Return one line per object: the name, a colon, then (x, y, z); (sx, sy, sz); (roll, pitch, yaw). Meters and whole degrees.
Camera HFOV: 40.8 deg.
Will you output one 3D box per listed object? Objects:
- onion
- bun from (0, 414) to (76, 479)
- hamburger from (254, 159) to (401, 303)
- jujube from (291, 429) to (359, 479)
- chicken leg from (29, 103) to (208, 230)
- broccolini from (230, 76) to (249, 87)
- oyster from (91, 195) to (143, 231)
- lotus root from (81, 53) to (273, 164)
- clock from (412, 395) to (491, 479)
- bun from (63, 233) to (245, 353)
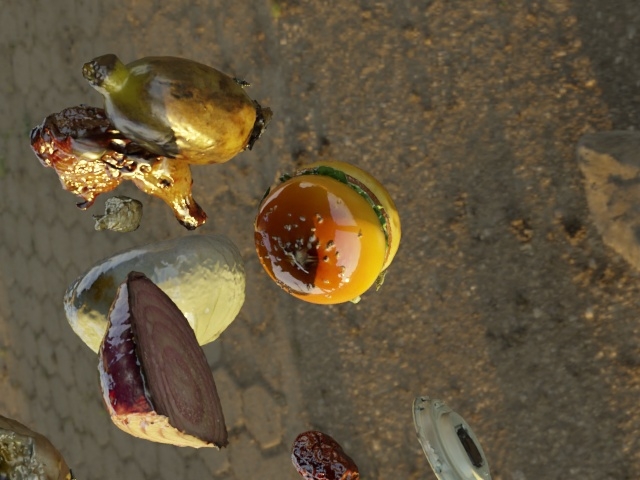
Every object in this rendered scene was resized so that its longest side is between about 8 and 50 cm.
onion: (-0.230, 0.170, 1.132); (0.111, 0.250, 0.247); (-28, 59, 6)
bun: (-0.405, 0.346, 1.051); (0.281, 0.205, 0.281); (-166, 90, -73)
hamburger: (0.002, 0.000, 1.374); (0.246, 0.170, 0.246); (10, 117, 20)
jujube: (0.009, 0.333, 1.285); (0.129, 0.077, 0.077); (18, 113, 53)
chicken leg: (-0.311, -0.113, 1.396); (0.177, 0.323, 0.083); (-64, 32, 27)
broccolini: (-0.272, -0.271, 2.003); (0.271, 0.123, 0.062); (-49, 67, 30)
oyster: (-0.260, -0.043, 1.091); (0.083, 0.081, 0.038); (44, 127, 39)
lotus root: (-0.213, -0.192, 1.272); (0.169, 0.314, 0.141); (-5, 74, 49)
clock: (0.244, 0.371, 1.518); (0.053, 0.236, 0.236); (-34, 68, 15)
bun: (-0.296, 0.113, 1.607); (0.362, 0.362, 0.211); (-30, 75, 51)
